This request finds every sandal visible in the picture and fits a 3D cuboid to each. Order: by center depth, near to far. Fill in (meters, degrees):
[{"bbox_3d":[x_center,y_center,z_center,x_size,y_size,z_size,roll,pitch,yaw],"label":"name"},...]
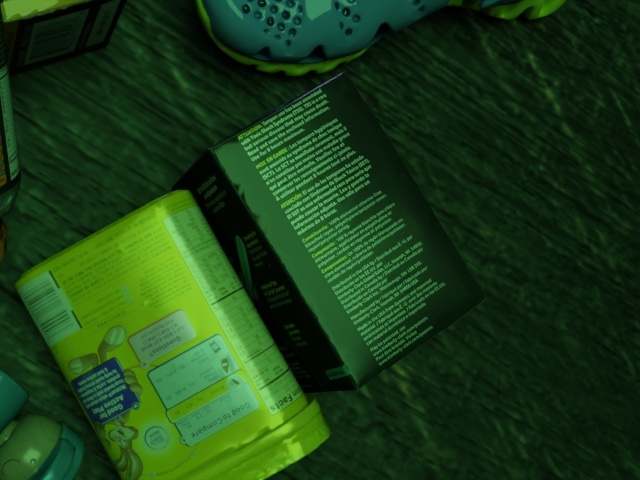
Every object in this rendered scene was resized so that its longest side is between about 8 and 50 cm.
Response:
[{"bbox_3d":[0.068,-0.200,0.702,0.317,0.138,0.126,-20,90,-20],"label":"sandal"}]

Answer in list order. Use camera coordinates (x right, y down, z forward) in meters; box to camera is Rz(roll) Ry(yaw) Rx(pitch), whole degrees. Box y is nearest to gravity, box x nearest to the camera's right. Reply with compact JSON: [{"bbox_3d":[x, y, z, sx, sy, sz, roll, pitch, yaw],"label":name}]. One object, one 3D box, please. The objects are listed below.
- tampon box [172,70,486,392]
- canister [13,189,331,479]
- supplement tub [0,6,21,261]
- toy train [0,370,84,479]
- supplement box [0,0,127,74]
[{"bbox_3d":[0.000,0.000,0.650,0.101,0.120,0.161,-32,93,-20],"label":"tampon box"},{"bbox_3d":[-0.088,0.070,0.623,0.126,0.073,0.170,-29,90,-2],"label":"canister"},{"bbox_3d":[-0.221,-0.076,0.545,0.117,0.117,0.190,-9,114,-21],"label":"supplement tub"},{"bbox_3d":[-0.250,0.158,0.553,0.143,0.105,0.248,45,69,-22],"label":"toy train"},{"bbox_3d":[-0.189,-0.208,0.626,0.081,0.104,0.188,-22,89,-23],"label":"supplement box"}]
